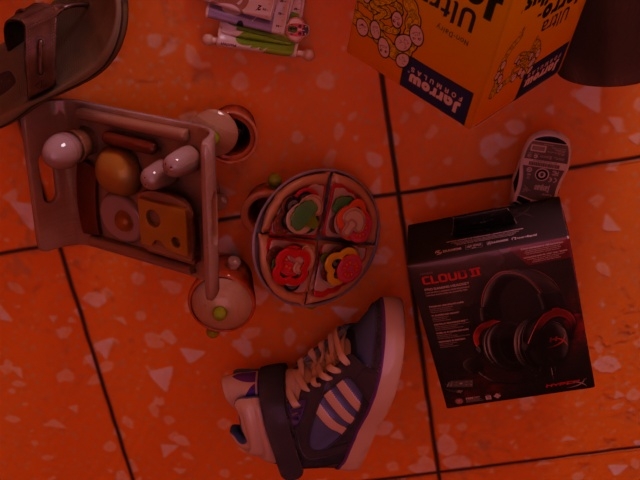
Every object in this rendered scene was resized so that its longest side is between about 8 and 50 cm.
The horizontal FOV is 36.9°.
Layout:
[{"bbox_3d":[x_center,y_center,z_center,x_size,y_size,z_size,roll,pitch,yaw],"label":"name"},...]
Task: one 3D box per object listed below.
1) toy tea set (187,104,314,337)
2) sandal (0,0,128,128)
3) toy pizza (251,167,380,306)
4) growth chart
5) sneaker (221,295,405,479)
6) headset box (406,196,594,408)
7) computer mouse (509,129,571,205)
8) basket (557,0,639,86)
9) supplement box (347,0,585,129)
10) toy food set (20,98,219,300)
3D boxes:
[{"bbox_3d":[-0.121,-0.017,1.317,0.200,0.124,0.336,-18,114,9],"label":"toy tea set"},{"bbox_3d":[-0.363,-0.236,1.214,0.303,0.086,0.120,-34,76,17],"label":"sandal"},{"bbox_3d":[0.000,0.000,1.327,0.201,0.032,0.201,-9,110,-26],"label":"toy pizza"},{"bbox_3d":[-0.088,-0.350,1.218,0.172,0.021,0.237,3,115,0],"label":"growth chart"},{"bbox_3d":[-0.023,0.207,1.418,0.236,0.130,0.323,11,121,-9],"label":"sneaker"},{"bbox_3d":[0.250,0.079,1.342,0.218,0.110,0.293,-10,121,12],"label":"headset box"},{"bbox_3d":[0.301,-0.072,1.335,0.106,0.042,0.193,10,121,1],"label":"computer mouse"},{"bbox_3d":[0.355,-0.314,1.162,0.204,0.154,0.227,-4,119,6],"label":"basket"},{"bbox_3d":[0.184,-0.337,1.029,0.194,0.195,0.356,37,140,24],"label":"supplement box"},{"bbox_3d":[-0.263,-0.054,1.263,0.306,0.092,0.220,15,118,28],"label":"toy food set"}]
